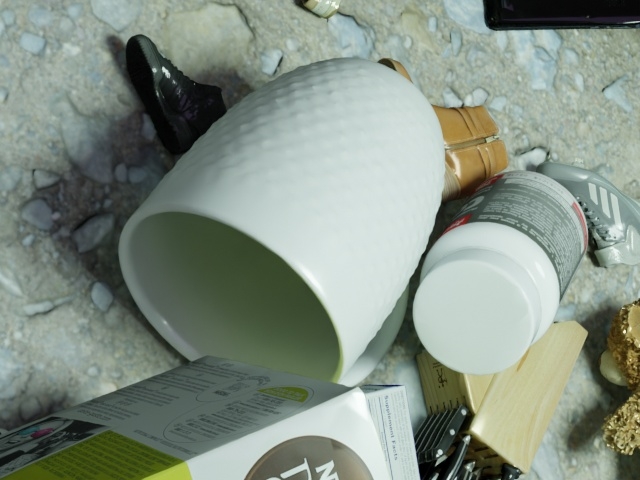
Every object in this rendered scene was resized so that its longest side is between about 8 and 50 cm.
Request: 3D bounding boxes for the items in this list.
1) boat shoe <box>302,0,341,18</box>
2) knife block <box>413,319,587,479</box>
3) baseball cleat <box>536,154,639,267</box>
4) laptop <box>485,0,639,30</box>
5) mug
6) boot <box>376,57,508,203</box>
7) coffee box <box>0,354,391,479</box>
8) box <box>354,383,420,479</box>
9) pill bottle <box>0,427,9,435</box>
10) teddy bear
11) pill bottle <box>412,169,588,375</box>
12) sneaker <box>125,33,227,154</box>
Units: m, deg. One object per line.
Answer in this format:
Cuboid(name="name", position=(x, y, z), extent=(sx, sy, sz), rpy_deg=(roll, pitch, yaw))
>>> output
Cuboid(name="boat shoe", position=(0.004, -0.341, 2.018), extent=(0.045, 0.050, 0.135), rpy_deg=(16, 68, -33))
Cuboid(name="knife block", position=(0.214, 0.232, 1.958), extent=(0.275, 0.088, 0.242), rpy_deg=(-8, 81, -34))
Cuboid(name="baseball cleat", position=(0.361, -0.029, 2.139), extent=(0.205, 0.072, 0.109), rpy_deg=(24, 71, -21))
Cuboid(name="laptop", position=(0.410, -0.436, 2.324), extent=(0.407, 0.236, 0.382), rpy_deg=(-1, 74, -3))
Cuboid(name="mug", position=(0.000, 0.000, 1.810), extent=(0.328, 0.276, 0.374), rpy_deg=(-53, 136, -36))
Cuboid(name="boot", position=(0.148, -0.148, 2.042), extent=(0.152, 0.073, 0.197), rpy_deg=(-24, 101, -34))
Cuboid(name="coffee box", position=(-0.126, 0.322, 1.459), extent=(0.334, 0.338, 0.338), rpy_deg=(-21, 100, -25))
Cuboid(name="box", position=(0.032, 0.234, 1.842), extent=(0.137, 0.072, 0.126), rpy_deg=(-9, 91, -33))
Cuboid(name="pill bottle", position=(-0.337, 0.221, 1.625), extent=(0.120, 0.067, 0.067), rpy_deg=(-4, 78, -33))
Cuboid(name="teddy bear", position=(0.442, 0.240, 2.074), extent=(0.245, 0.113, 0.338), rpy_deg=(-38, 95, -42))
Cuboid(name="pill bottle", position=(0.207, 0.035, 1.902), extent=(0.161, 0.161, 0.283), rpy_deg=(55, 27, -6))
Cuboid(name="sneaker", position=(-0.152, -0.162, 1.869), extent=(0.089, 0.051, 0.170), rpy_deg=(-25, 95, -35))
